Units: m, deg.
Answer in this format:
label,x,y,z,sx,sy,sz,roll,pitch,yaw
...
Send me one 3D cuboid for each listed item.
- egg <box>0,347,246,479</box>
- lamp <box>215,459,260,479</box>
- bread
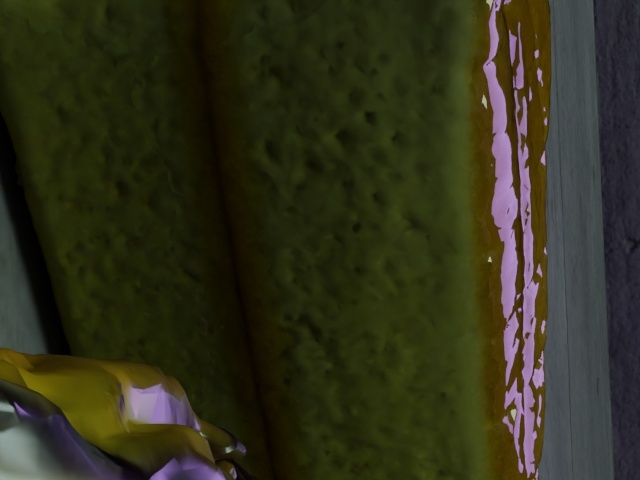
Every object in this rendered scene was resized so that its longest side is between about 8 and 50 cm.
label,x,y,z,sx,sy,sz,roll,pitch,yaw
egg,-0.160,0.086,0.436,0.286,0.264,0.174,22,82,-63
lamp,-0.078,0.177,0.663,0.247,0.247,0.247,-3,90,-72
bread,0.000,0.000,0.941,0.245,0.233,0.361,-61,147,-61
